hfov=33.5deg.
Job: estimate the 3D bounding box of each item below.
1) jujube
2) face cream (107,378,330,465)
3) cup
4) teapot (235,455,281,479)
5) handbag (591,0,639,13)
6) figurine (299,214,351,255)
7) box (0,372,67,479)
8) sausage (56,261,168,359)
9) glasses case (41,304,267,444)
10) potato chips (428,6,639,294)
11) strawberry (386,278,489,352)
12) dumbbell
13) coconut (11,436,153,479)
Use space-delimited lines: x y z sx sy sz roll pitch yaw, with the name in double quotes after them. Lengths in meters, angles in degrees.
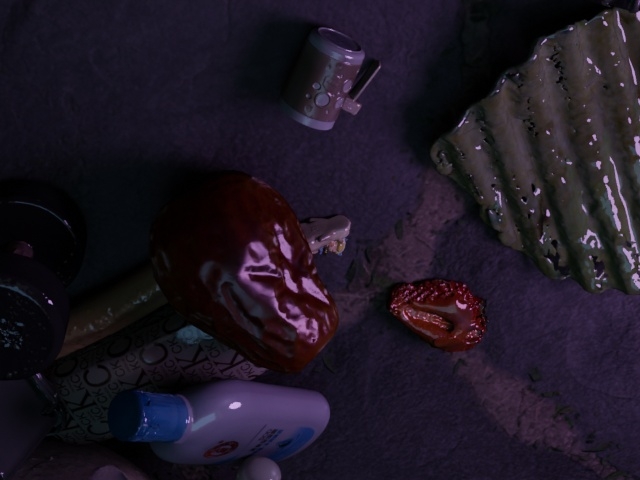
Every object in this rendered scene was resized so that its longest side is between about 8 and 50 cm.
-0.087 0.040 1.269 0.190 0.190 0.255 -42 95 19 "jujube"
-0.133 0.235 1.373 0.163 0.080 0.336 -35 151 23 "face cream"
0.015 -0.183 1.224 0.102 0.074 0.099 19 118 -16 "cup"
-0.121 0.434 1.491 0.149 0.220 0.318 19 156 24 "teapot"
0.146 -0.397 1.054 0.416 0.180 0.317 7 123 -2 "handbag"
0.000 0.000 1.359 0.083 0.047 0.051 -12 137 -6 "figurine"
-0.469 0.239 1.359 0.243 0.135 0.163 -14 119 28 "box"
-0.302 0.101 1.378 0.301 0.066 0.066 -26 120 12 "sausage"
-0.220 0.168 1.412 0.354 0.085 0.137 -24 124 9 "glasses case"
0.352 -0.113 1.288 0.389 0.097 0.373 37 111 -25 "potato chips"
0.161 0.103 1.432 0.152 0.048 0.104 11 117 -16 "strawberry"
-0.361 0.042 1.243 0.152 0.218 0.152 -2 122 -3 "dumbbell"
-0.338 0.427 1.437 0.297 0.297 0.309 18 121 -16 "coconut"
